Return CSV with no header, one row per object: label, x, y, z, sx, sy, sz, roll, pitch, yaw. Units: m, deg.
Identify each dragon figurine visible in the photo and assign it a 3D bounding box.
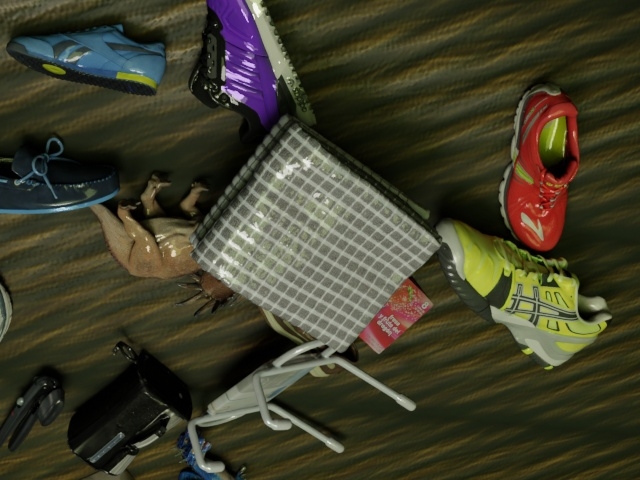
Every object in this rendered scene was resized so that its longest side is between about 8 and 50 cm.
dragon figurine,-0.219,0.463,1.524,0.144,0.085,0.289,15,109,-14

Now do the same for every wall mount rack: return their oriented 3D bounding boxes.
wall mount rack,-0.034,0.275,1.390,0.304,0.131,0.350,-2,152,-42

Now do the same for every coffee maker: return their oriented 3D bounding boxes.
coffee maker,-0.329,0.276,1.409,0.178,0.120,0.171,-39,92,10

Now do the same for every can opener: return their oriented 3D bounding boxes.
can opener,-0.484,0.287,1.409,0.059,0.073,0.186,32,117,-31

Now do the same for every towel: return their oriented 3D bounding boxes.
towel,0.000,0.000,1.158,0.283,0.121,0.235,33,99,-23

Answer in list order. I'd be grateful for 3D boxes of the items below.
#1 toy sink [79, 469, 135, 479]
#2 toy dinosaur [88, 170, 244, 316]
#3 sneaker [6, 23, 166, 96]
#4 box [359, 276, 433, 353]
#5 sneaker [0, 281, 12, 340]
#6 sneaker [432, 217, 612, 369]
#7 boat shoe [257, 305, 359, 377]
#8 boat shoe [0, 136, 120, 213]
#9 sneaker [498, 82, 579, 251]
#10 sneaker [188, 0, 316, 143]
toy sink,-0.421,0.524,1.487,0.234,0.153,0.131,-25,119,3
toy dinosaur,-0.220,0.019,1.283,0.295,0.127,0.200,9,122,-8
sneaker,-0.314,-0.257,1.161,0.209,0.069,0.082,11,82,-5
box,0.039,0.036,1.322,0.122,0.128,0.257,-43,115,6
sneaker,-0.544,0.178,1.304,0.110,0.122,0.283,12,114,-16
sneaker,0.320,0.061,1.372,0.147,0.145,0.384,-37,128,24
boat shoe,-0.013,0.121,1.365,0.095,0.095,0.257,-10,137,26
boat shoe,-0.415,-0.089,1.200,0.258,0.109,0.089,-5,114,-9
sneaker,0.342,-0.098,1.313,0.107,0.118,0.279,-8,118,-5
sneaker,-0.123,-0.253,1.165,0.146,0.102,0.293,-24,118,4
